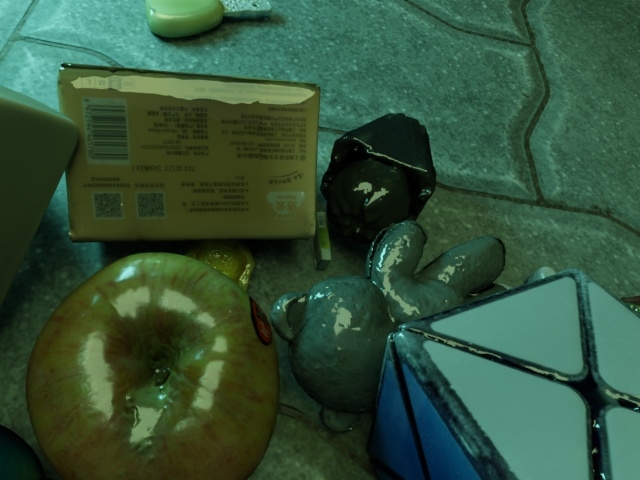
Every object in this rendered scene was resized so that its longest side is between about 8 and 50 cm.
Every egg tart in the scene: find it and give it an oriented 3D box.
[{"bbox_3d":[-0.143,0.040,0.628,0.105,0.039,0.105,6,59,-10],"label":"egg tart"}]

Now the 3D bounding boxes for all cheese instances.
[{"bbox_3d":[-0.221,-0.466,0.900,0.256,0.050,0.127,-15,63,-22],"label":"cheese"}]

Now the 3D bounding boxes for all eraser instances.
[{"bbox_3d":[0.000,0.000,0.685,0.019,0.038,0.083,2,61,-18],"label":"eraser"}]

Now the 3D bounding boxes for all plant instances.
[{"bbox_3d":[0.093,-0.097,0.706,0.164,0.141,0.256,28,47,4],"label":"plant"}]

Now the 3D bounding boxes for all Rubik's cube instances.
[{"bbox_3d":[0.220,0.219,0.446,0.255,0.259,0.260,-14,44,-18],"label":"Rubik's cube"}]

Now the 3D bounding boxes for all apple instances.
[{"bbox_3d":[-0.164,0.144,0.473,0.261,0.194,0.260,5,62,-9],"label":"apple"}]

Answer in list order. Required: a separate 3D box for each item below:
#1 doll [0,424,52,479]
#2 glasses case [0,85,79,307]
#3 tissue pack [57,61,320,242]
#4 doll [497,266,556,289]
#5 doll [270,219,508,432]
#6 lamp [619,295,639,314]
[{"bbox_3d":[-0.377,0.252,0.359,0.322,0.198,0.186,-10,65,-15],"label":"doll"},{"bbox_3d":[-0.372,0.007,0.443,0.076,0.144,0.336,28,94,3],"label":"glasses case"},{"bbox_3d":[-0.171,-0.119,0.639,0.306,0.238,0.238,-1,61,-12],"label":"tissue pack"},{"bbox_3d":[0.327,0.130,0.673,0.161,0.059,0.160,-17,64,-22],"label":"doll"},{"bbox_3d":[0.104,0.104,0.598,0.341,0.158,0.245,-25,103,-27],"label":"doll"},{"bbox_3d":[0.437,0.152,0.617,0.151,0.223,0.215,11,67,16],"label":"lamp"}]
